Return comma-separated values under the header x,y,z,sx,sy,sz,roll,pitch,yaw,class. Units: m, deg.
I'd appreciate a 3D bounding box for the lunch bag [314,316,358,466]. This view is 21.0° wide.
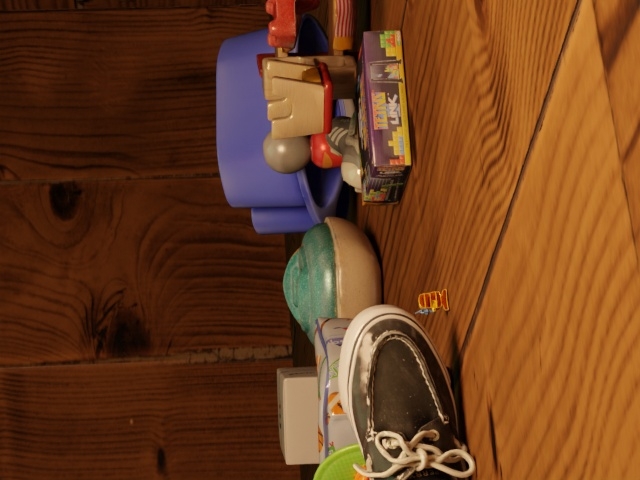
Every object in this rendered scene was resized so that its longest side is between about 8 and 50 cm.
x,y,z,sx,sy,sz,roll,pitch,yaw,class
0.051,0.237,2.093,0.243,0.115,0.303,-101,9,-75,lunch bag

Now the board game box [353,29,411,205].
x,y,z,sx,sy,sz,roll,pitch,yaw,class
0.072,-0.143,2.046,0.141,0.048,0.170,99,168,-71,board game box

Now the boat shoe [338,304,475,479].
x,y,z,sx,sy,sz,roll,pitch,yaw,class
0.088,0.214,1.642,0.105,0.113,0.306,-170,76,-79,boat shoe

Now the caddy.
x,y,z,sx,sy,sz,roll,pitch,yaw,class
-0.033,-0.167,2.556,0.241,0.179,0.341,49,-144,-63,caddy

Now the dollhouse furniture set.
x,y,z,sx,sy,sz,roll,pitch,yaw,class
0.002,-0.277,2.183,0.374,0.152,0.201,-104,13,-69,dollhouse furniture set

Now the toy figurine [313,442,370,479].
x,y,z,sx,sy,sz,roll,pitch,yaw,class
0.045,0.332,1.862,0.173,0.130,0.159,-58,17,31,toy figurine

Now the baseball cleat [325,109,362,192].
x,y,z,sx,sy,sz,roll,pitch,yaw,class
0.056,-0.139,2.221,0.206,0.072,0.109,-111,33,-62,baseball cleat

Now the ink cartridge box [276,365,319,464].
x,y,z,sx,sy,sz,roll,pitch,yaw,class
0.004,0.253,2.539,0.176,0.128,0.127,-154,62,-86,ink cartridge box

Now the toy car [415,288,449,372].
x,y,z,sx,sy,sz,roll,pitch,yaw,class
0.109,0.113,1.754,0.060,0.041,0.122,121,147,-81,toy car

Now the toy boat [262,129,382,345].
x,y,z,sx,sy,sz,roll,pitch,yaw,class
0.000,0.000,2.361,0.267,0.148,0.318,-144,52,-84,toy boat
